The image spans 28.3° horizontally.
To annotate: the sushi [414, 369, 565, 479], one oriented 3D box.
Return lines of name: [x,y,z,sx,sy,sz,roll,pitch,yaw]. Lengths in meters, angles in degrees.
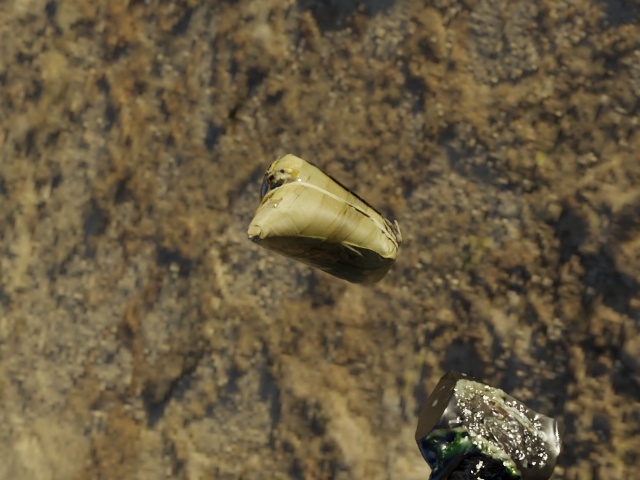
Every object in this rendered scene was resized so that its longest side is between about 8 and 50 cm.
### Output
sushi: [0.107,0.136,0.838,0.056,0.083,0.085,-42,11,37]

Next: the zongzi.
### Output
zongzi: [0.000,0.000,1.502,0.099,0.194,0.197,-53,8,25]
